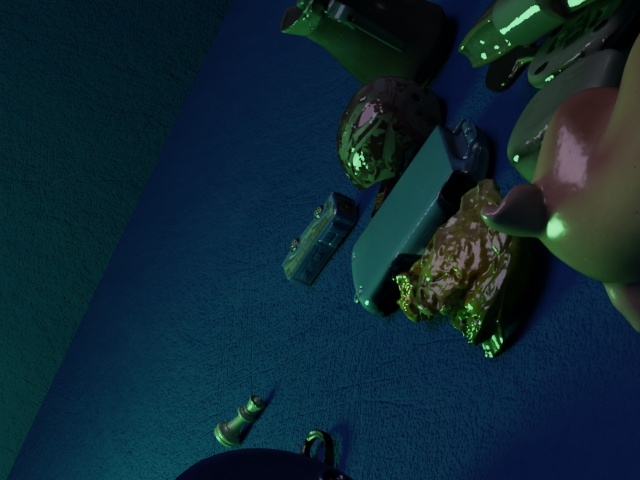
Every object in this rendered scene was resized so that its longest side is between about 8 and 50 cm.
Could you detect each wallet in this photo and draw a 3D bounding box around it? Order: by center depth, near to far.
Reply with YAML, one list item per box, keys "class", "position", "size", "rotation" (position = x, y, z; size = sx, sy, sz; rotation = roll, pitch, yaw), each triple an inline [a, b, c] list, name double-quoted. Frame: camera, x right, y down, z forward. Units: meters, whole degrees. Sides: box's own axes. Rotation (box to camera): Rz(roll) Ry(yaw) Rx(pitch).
- class: "wallet"
  position: [0.301, -0.320, 1.612]
  size: [0.252, 0.083, 0.360]
  rotation: [-43, 8, -24]

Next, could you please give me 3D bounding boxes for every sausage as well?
- class: "sausage"
  position: [0.080, -0.024, 1.973]
  size: [0.025, 0.028, 0.198]
  rotation: [-6, 55, 39]

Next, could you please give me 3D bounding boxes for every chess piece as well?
- class: "chess piece"
  position: [-0.116, 0.265, 2.087]
  size: [0.093, 0.042, 0.042]
  rotation: [-48, 22, 23]

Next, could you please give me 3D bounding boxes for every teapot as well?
- class: "teapot"
  position: [0.070, -0.316, 2.098]
  size: [0.171, 0.225, 0.203]
  rotation: [-62, 18, 6]

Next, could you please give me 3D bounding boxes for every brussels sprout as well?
- class: "brussels sprout"
  position: [0.176, 0.028, 1.523]
  size: [0.139, 0.100, 0.181]
  rotation: [-19, 44, 51]

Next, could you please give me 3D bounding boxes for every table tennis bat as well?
- class: "table tennis bat"
  position: [0.255, -0.238, 1.817]
  size: [0.095, 0.014, 0.158]
  rotation: [-63, 16, -5]

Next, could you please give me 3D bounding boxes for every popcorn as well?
- class: "popcorn"
  position: [0.116, 0.055, 1.673]
  size: [0.084, 0.084, 0.084]
  rotation: [-53, 20, 29]

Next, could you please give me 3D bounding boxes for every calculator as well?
- class: "calculator"
  position: [0.123, -0.028, 1.819]
  size: [0.293, 0.051, 0.173]
  rotation: [-56, 20, 22]

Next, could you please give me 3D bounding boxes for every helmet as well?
- class: "helmet"
  position: [0.083, -0.167, 2.000]
  size: [0.177, 0.107, 0.153]
  rotation: [-40, 26, 15]

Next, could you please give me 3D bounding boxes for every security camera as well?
- class: "security camera"
  position: [0.290, -0.174, 1.532]
  size: [0.157, 0.080, 0.301]
  rotation: [-37, 19, 38]

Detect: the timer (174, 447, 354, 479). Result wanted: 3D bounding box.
- class: "timer"
  position: [-0.086, 0.439, 1.478]
  size: [0.270, 0.270, 0.383]
  rotation: [-89, 17, -54]

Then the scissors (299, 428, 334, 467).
- class: "scissors"
  position: [0.004, 0.324, 1.690]
  size: [0.109, 0.022, 0.300]
  rotation: [-63, 18, 11]

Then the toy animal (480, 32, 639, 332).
- class: "toy animal"
  position: [0.292, -0.086, 1.210]
  size: [0.256, 0.195, 0.213]
  rotation: [-47, 15, 47]

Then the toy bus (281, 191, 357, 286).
- class: "toy bus"
  position: [0.000, 0.000, 2.130]
  size: [0.153, 0.051, 0.061]
  rotation: [-53, 32, 25]
